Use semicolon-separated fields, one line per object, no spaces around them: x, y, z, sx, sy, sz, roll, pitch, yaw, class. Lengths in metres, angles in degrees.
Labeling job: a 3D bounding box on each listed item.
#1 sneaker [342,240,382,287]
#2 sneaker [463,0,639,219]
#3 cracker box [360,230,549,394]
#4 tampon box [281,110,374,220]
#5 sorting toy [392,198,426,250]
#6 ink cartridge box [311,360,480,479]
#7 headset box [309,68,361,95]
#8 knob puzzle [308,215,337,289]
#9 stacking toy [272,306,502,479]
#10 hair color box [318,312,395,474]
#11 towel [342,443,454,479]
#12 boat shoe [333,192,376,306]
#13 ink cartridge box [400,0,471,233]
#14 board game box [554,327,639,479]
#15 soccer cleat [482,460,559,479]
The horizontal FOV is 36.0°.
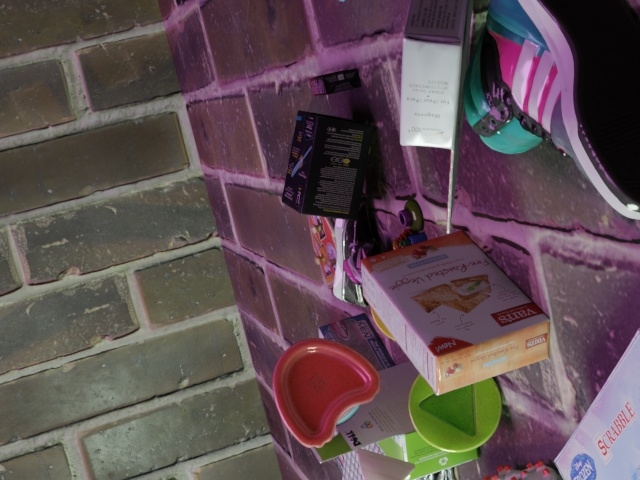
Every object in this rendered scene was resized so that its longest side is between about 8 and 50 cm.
0.111;0.070;1.639;0.178;0.072;0.077;48;114;24;sneaker
0.219;-0.117;0.905;0.178;0.124;0.295;110;150;-58;sneaker
0.167;0.085;1.266;0.232;0.156;0.067;-127;25;-52;cracker box
0.011;-0.124;1.627;0.120;0.101;0.161;-145;63;-68;tampon box
0.132;-0.011;1.520;0.061;0.042;0.102;-124;23;-51;sorting toy
0.095;0.299;1.568;0.189;0.255;0.097;-133;30;-62;ink cartridge box
0.022;-0.260;1.621;0.083;0.062;0.032;-161;57;-72;headset box
0.000;0.000;2.056;0.213;0.030;0.213;164;90;-76;knob puzzle
0.104;0.219;1.459;0.279;0.309;0.130;55;177;14;stacking toy
0.075;0.332;1.987;0.174;0.105;0.347;-121;21;-44;hair color box
0.140;0.450;1.792;0.235;0.121;0.283;-132;41;-57;towel
0.072;0.015;1.740;0.070;0.078;0.219;21;124;31;boat shoe
0.128;-0.185;1.056;0.275;0.060;0.239;-75;-12;-46;ink cartridge box
0.360;0.279;0.930;0.318;0.066;0.318;96;154;-56;board game box
0.281;0.343;1.322;0.076;0.068;0.196;57;165;5;soccer cleat
